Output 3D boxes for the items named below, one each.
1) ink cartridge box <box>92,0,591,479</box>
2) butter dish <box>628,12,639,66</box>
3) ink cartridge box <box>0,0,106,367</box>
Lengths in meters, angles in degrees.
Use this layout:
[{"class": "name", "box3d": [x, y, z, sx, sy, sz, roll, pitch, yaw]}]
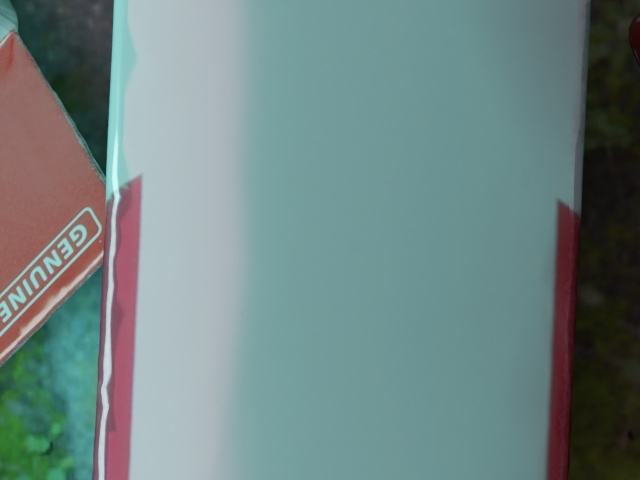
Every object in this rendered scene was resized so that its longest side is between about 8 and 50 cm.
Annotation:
[{"class": "ink cartridge box", "box3d": [0.000, 0.000, 0.649, 0.131, 0.306, 0.226, 2, 88, -4]}, {"class": "butter dish", "box3d": [0.219, -0.064, 0.688, 0.160, 0.118, 0.160, -25, 109, 43]}, {"class": "ink cartridge box", "box3d": [-0.239, -0.001, 0.828, 0.296, 0.066, 0.261, -45, 50, 14]}]
